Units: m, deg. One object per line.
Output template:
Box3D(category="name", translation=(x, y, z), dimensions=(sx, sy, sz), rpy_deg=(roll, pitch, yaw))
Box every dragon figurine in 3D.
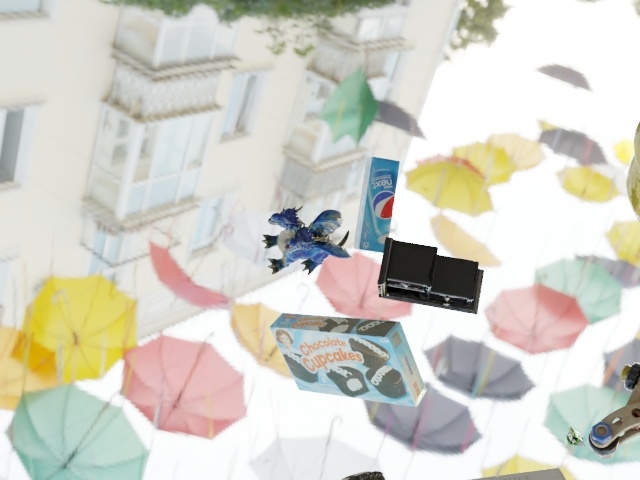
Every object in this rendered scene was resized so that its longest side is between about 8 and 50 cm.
Box3D(category="dragon figurine", translation=(0.000, 0.000, 1.711), dimensions=(0.289, 0.144, 0.085), rpy_deg=(3, -110, -48))

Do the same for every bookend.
Box3D(category="bookend", translation=(0.167, 0.054, 1.478), dimensions=(0.157, 0.072, 0.156), rpy_deg=(10, 171, 5))

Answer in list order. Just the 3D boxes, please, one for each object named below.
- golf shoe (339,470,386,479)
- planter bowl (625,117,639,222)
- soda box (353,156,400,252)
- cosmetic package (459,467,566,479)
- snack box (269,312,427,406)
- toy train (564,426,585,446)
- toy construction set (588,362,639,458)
Box3D(category="golf shoe", translation=(0.006, 0.398, 1.508), dimensions=(0.198, 0.077, 0.094), rpy_deg=(-26, -161, -18))
Box3D(category="planter bowl", translation=(0.402, -0.054, 1.088), dimensions=(0.217, 0.090, 0.217), rpy_deg=(18, -129, -23))
Box3D(category="soda box", translation=(0.126, -0.079, 2.243), dimensions=(0.067, 0.210, 0.071), rpy_deg=(8, 180, -9))
Box3D(category="cosmetic package", translation=(0.313, 0.476, 1.588), dimensions=(0.183, 0.151, 0.151), rpy_deg=(-6, -151, -7))
Box3D(category="snack box", translation=(0.056, 0.251, 2.137), dimensions=(0.321, 0.187, 0.060), rpy_deg=(1, -146, 39))
Box3D(category="toy train", translation=(0.368, 0.286, 1.445), dimensions=(0.023, 0.017, 0.083), rpy_deg=(27, -177, 10))
Box3D(category="toy construction set", translation=(0.692, 0.360, 1.938), dimensions=(0.257, 0.237, 0.309), rpy_deg=(0, 142, 47))
